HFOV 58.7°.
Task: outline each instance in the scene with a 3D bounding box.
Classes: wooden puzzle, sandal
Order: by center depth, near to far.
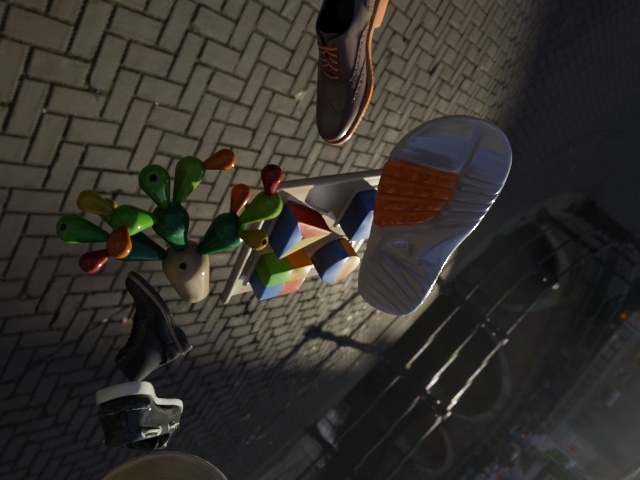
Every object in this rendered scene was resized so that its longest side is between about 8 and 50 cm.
[{"bbox_3d":[0.100,-0.028,0.576,0.265,0.102,0.076,110,7,-46],"label":"sandal"},{"bbox_3d":[0.000,0.000,1.090,0.348,0.080,0.322,-16,151,-35],"label":"wooden puzzle"}]

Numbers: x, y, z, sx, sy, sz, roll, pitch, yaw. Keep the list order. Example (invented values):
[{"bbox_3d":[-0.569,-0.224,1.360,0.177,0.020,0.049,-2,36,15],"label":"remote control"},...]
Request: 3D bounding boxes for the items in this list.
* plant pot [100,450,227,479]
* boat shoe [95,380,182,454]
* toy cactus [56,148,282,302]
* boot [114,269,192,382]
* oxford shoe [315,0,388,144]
[{"bbox_3d":[-0.304,0.616,1.057,0.334,0.334,0.305,-43,-168,-7],"label":"plant pot"},{"bbox_3d":[-0.296,0.308,0.945,0.114,0.091,0.302,-14,157,-2],"label":"boat shoe"},{"bbox_3d":[-0.139,0.002,0.574,0.219,0.112,0.180,-16,139,-12],"label":"toy cactus"},{"bbox_3d":[-0.336,0.168,1.041,0.137,0.077,0.198,-36,117,-22],"label":"boot"},{"bbox_3d":[0.030,-0.366,1.129,0.133,0.130,0.363,-21,127,-51],"label":"oxford shoe"}]
